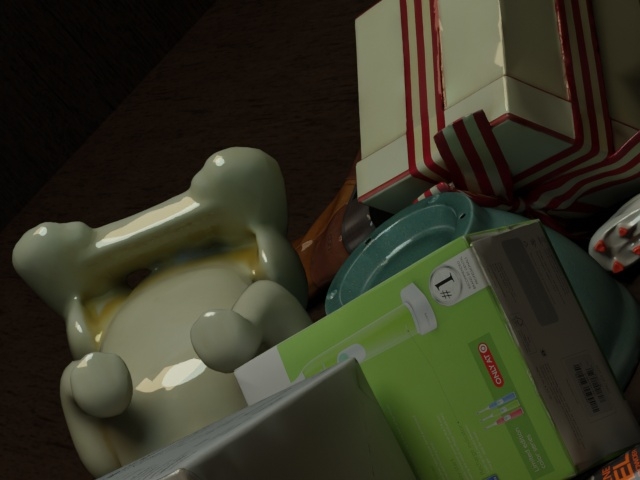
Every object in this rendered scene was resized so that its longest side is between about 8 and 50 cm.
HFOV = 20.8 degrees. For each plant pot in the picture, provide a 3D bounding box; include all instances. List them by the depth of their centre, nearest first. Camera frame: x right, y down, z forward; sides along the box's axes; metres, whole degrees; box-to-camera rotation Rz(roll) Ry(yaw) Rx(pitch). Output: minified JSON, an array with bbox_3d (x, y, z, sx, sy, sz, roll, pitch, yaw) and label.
[{"bbox_3d":[0.129,0.080,1.642,0.293,0.196,0.293,-35,23,17],"label":"plant pot"}]

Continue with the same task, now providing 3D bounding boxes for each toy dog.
[{"bbox_3d":[-0.113,0.186,1.696,0.284,0.395,0.408,-15,47,-4],"label":"toy dog"}]

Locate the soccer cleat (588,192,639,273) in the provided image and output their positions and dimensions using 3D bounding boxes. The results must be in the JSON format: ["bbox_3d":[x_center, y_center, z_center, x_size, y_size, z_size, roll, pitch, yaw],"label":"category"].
[{"bbox_3d":[0.343,-0.036,1.680,0.196,0.068,0.076,-32,10,22],"label":"soccer cleat"}]

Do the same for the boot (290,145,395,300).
[{"bbox_3d":[0.000,0.000,2.207,0.280,0.096,0.264,-37,28,31],"label":"boot"}]

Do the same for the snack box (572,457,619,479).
[{"bbox_3d":[0.209,0.146,1.467,0.064,0.022,0.178,-32,64,21],"label":"snack box"}]

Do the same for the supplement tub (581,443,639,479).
[{"bbox_3d":[0.237,0.219,1.317,0.198,0.106,0.106,-36,22,15],"label":"supplement tub"}]

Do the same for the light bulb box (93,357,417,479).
[{"bbox_3d":[-0.128,0.284,1.284,0.361,0.225,0.358,-27,-2,21],"label":"light bulb box"}]

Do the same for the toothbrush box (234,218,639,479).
[{"bbox_3d":[0.092,0.137,1.447,0.283,0.206,0.122,-33,-13,36],"label":"toothbrush box"}]

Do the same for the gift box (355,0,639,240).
[{"bbox_3d":[0.192,-0.142,1.759,0.276,0.255,0.258,-32,52,49],"label":"gift box"}]
